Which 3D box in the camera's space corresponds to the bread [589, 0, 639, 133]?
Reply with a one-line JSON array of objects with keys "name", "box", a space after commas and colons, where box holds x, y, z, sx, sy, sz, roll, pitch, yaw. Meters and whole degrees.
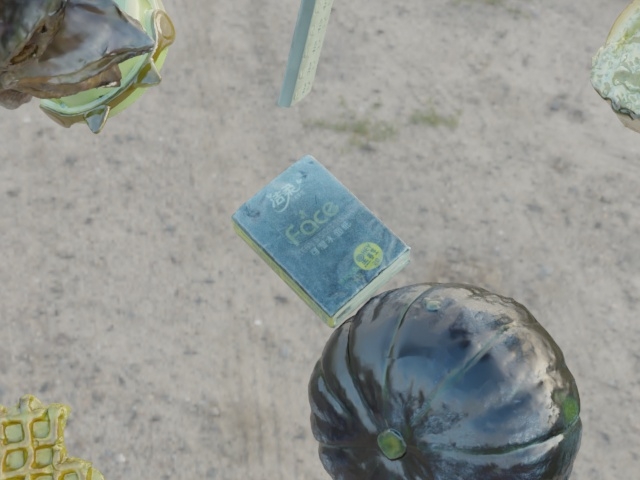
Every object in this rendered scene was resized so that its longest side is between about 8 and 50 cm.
[{"name": "bread", "box": [0.538, -0.225, 1.376, 0.315, 0.212, 0.270, 18, 4, 29]}]

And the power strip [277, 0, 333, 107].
[{"name": "power strip", "box": [-0.017, -0.291, 1.466, 0.027, 0.253, 0.060, 29, 41, 15]}]

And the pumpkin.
[{"name": "pumpkin", "box": [0.164, 0.233, 1.387, 0.363, 0.364, 0.266, 27, 22, 25]}]

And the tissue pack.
[{"name": "tissue pack", "box": [0.000, 0.000, 1.768, 0.185, 0.081, 0.257, -40, 68, -16]}]

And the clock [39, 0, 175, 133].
[{"name": "clock", "box": [-0.397, -0.340, 1.812, 0.286, 0.117, 0.348, -38, 50, 6]}]

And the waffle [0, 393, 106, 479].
[{"name": "waffle", "box": [-0.361, 0.335, 1.335, 0.253, 0.056, 0.249, 25, 74, 4]}]

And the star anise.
[{"name": "star anise", "box": [-0.324, -0.200, 0.991, 0.331, 0.332, 0.118, 0, 76, -8]}]
